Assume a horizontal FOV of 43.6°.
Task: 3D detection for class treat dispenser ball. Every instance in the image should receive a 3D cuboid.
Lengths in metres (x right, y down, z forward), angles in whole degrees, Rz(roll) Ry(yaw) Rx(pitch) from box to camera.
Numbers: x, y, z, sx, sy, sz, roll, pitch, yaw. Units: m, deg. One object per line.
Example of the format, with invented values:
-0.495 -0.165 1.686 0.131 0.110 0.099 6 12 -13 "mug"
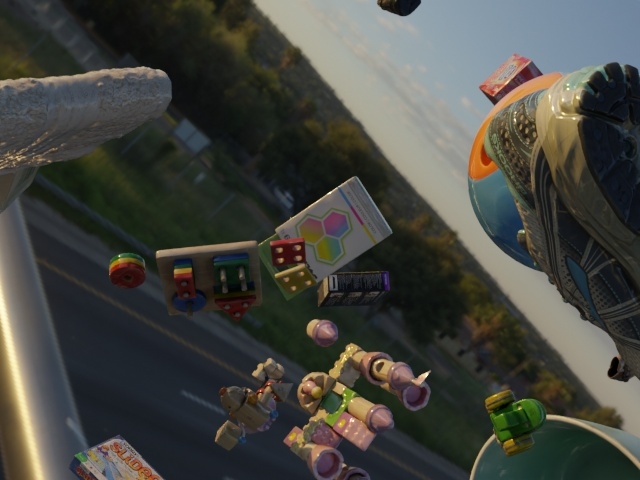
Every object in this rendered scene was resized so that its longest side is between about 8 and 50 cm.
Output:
0.351 -0.093 1.118 0.288 0.288 0.288 47 7 -7 "treat dispenser ball"

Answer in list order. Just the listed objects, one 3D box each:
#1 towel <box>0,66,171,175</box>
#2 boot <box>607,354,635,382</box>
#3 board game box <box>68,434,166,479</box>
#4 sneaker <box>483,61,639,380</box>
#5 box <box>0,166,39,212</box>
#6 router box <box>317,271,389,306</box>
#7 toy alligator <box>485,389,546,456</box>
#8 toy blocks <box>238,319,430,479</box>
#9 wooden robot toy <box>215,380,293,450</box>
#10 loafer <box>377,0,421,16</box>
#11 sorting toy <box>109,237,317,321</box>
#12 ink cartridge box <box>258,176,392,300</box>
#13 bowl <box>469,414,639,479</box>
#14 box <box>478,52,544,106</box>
-0.270 -0.088 0.681 0.282 0.187 0.049 -9 -83 52 "towel"
0.612 0.228 1.563 0.087 0.118 0.042 -1 29 -24 "boot"
-0.376 0.478 1.566 0.201 0.035 0.136 38 18 17 "board game box"
0.211 0.010 0.552 0.122 0.110 0.283 1 -54 60 "sneaker"
-0.558 -0.178 1.139 0.311 0.121 0.148 27 21 -9 "box"
0.069 0.109 1.753 0.179 0.133 0.046 117 -28 -73 "router box"
0.204 0.187 0.820 0.190 0.051 0.056 56 13 -68 "toy alligator"
0.051 0.329 1.539 0.309 0.288 0.260 41 -12 -23 "toy blocks"
-0.114 0.235 1.166 0.079 0.173 0.076 35 40 -13 "wooden robot toy"
0.165 -0.450 1.375 0.061 0.170 0.062 24 -33 43 "loafer"
-0.136 0.064 1.076 0.132 0.274 0.046 92 -10 -50 "sorting toy"
0.000 0.000 1.281 0.109 0.209 0.062 57 7 2 "ink cartridge box"
0.373 0.376 1.080 0.163 0.311 0.311 -3 43 -41 "bowl"
0.536 -0.329 2.010 0.257 0.128 0.122 44 10 -21 "box"
